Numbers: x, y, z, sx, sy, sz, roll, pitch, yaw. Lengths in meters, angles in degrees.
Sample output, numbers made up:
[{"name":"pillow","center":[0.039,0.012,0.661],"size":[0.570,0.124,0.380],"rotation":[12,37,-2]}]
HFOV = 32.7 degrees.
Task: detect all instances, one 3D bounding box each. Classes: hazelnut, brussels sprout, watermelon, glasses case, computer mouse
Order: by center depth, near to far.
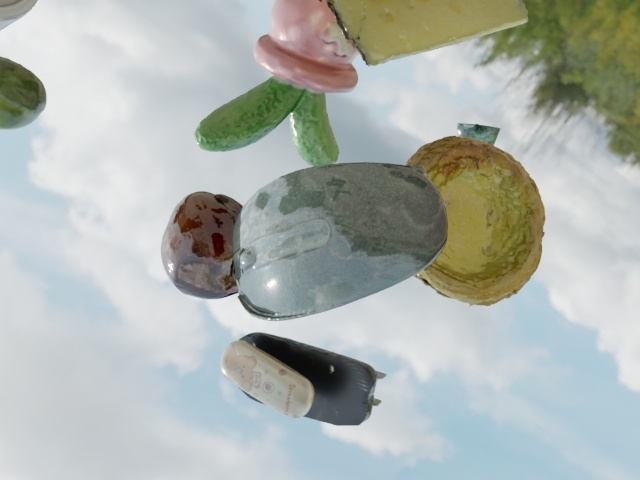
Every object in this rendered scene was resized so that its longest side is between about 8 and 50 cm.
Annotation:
[{"name":"computer mouse","center":[-0.002,-0.002,1.503],"size":[0.114,0.373,0.203],"rotation":[0,-105,-55]},{"name":"hazelnut","center":[-0.174,0.010,1.802],"size":[0.204,0.178,0.178],"rotation":[7,-146,-45]},{"name":"brussels sprout","center":[-0.575,-0.263,1.918],"size":[0.183,0.131,0.145],"rotation":[15,-165,-10]},{"name":"glasses case","center":[-0.099,0.253,1.992],"size":[0.204,0.081,0.051],"rotation":[26,-172,27]},{"name":"watermelon","center":[0.305,-0.211,2.114],"size":[0.085,0.085,0.061],"rotation":[36,-138,3]}]

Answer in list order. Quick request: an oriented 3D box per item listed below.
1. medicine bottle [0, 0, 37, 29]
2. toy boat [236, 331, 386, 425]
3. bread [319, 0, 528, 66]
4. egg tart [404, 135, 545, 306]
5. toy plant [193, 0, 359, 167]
[{"name":"medicine bottle","center":[-0.531,-0.312,1.455],"size":[0.395,0.243,0.242],"rotation":[-6,167,42]},{"name":"toy boat","center":[-0.028,0.257,2.089],"size":[0.298,0.134,0.092],"rotation":[15,-167,20]},{"name":"bread","center":[0.124,-0.461,1.840],"size":[0.242,0.404,0.346],"rotation":[-136,24,-69]},{"name":"egg tart","center":[0.233,-0.029,1.801],"size":[0.294,0.294,0.123],"rotation":[34,157,-5]},{"name":"toy plant","center":[-0.059,-0.322,2.090],"size":[0.317,0.356,0.211],"rotation":[8,-151,-35]}]
